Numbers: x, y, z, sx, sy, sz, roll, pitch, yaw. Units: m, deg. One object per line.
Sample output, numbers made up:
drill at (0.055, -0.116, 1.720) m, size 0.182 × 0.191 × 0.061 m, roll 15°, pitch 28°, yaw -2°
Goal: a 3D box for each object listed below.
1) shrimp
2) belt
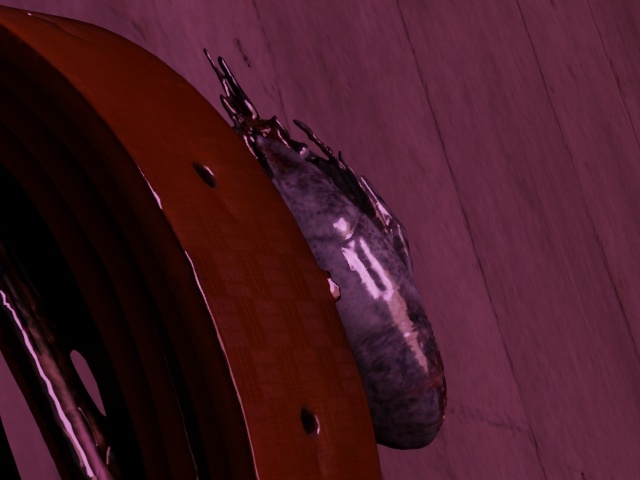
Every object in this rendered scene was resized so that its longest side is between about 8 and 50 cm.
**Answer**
shrimp at (0.000, 0.000, 0.886) m, size 0.090 × 0.079 × 0.233 m, roll -25°, pitch 82°, yaw -28°
belt at (-0.086, 0.052, 0.527) m, size 0.261 × 0.184 × 0.105 m, roll 59°, pitch 22°, yaw 15°
